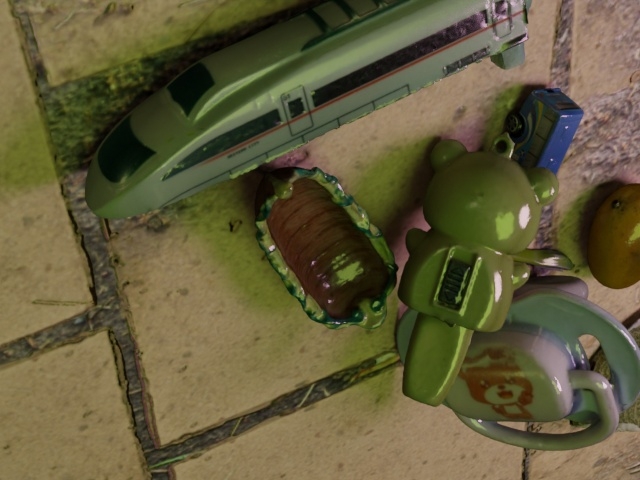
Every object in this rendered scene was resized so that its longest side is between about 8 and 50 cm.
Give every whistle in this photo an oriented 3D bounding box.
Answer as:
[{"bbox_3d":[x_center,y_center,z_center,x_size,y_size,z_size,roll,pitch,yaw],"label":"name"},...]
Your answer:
[{"bbox_3d":[0.143,0.029,1.270,0.106,0.131,0.288,-36,143,-73],"label":"whistle"}]

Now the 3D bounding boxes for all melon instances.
[{"bbox_3d":[0.426,0.188,1.660,0.093,0.139,0.202,-9,134,-58],"label":"melon"}]

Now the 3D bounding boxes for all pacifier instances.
[{"bbox_3d":[0.233,0.112,1.412,0.227,0.279,0.207,62,39,-35],"label":"pacifier"}]

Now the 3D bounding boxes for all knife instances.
[{"bbox_3d":[0.235,0.017,1.433,0.184,0.022,0.026,11,146,-41],"label":"knife"}]

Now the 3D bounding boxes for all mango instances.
[{"bbox_3d":[0.356,0.002,1.465,0.103,0.076,0.161,-30,147,-18],"label":"mango"}]

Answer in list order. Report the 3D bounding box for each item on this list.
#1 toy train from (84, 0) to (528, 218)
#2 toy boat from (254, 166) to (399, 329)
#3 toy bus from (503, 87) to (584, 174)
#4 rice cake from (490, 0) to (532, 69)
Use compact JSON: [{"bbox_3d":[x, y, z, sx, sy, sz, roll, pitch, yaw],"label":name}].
[{"bbox_3d":[-0.020,-0.139,1.065,0.407,0.086,0.088,-27,139,-11],"label":"toy train"},{"bbox_3d":[-0.007,-0.009,1.191,0.108,0.099,0.293,-38,147,-1],"label":"toy boat"},{"bbox_3d":[0.214,-0.082,1.298,0.051,0.061,0.153,-7,129,-37],"label":"toy bus"},{"bbox_3d":[0.171,-0.233,1.152,0.042,0.030,0.180,-28,139,-15],"label":"rice cake"}]
